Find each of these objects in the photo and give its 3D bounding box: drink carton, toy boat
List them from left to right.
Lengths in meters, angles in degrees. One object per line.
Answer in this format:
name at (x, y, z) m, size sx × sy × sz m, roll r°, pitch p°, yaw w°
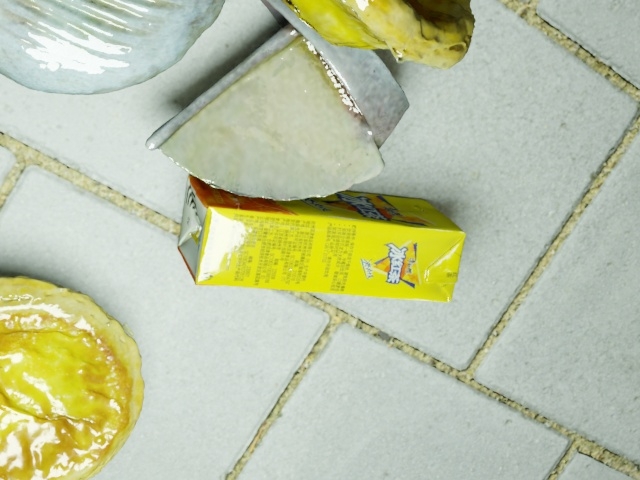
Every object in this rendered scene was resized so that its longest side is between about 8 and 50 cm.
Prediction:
toy boat at (-0.032, -0.171, 1.386) m, size 0.276 × 0.111 × 0.293 m, roll 32°, pitch 90°, yaw -15°
drink carton at (0.000, 0.000, 1.447) m, size 0.352 × 0.154 × 0.111 m, roll 6°, pitch 108°, yaw -19°

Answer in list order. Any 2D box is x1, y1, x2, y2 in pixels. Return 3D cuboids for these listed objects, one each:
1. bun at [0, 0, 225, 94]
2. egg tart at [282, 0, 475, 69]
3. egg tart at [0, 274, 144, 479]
bun at (-0.262, -0.343, 1.209) m, size 0.362 × 0.211 × 0.361 m, roll -5°, pitch 111°, yaw -13°
egg tart at (0.037, -0.357, 1.264) m, size 0.169 × 0.387 × 0.388 m, roll -28°, pitch 121°, yaw 32°
egg tart at (-0.396, 0.182, 1.403) m, size 0.342 × 0.132 × 0.341 m, roll -6°, pitch 111°, yaw -17°
